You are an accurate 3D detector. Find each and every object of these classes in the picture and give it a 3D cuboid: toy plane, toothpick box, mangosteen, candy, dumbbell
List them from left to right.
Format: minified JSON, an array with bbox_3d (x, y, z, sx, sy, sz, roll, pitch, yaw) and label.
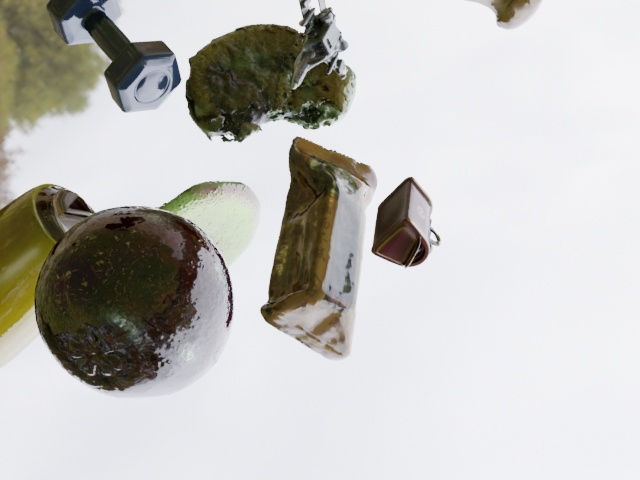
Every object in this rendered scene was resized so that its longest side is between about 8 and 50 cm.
[{"bbox_3d":[-0.420,0.045,1.605,0.271,0.175,0.175,-38,-157,23],"label":"toothpick box"},{"bbox_3d":[-0.420,-0.401,2.342,0.156,0.316,0.143,-14,142,-41],"label":"dumbbell"},{"bbox_3d":[-0.187,0.057,1.234,0.216,0.216,0.216,-29,-154,16],"label":"mangosteen"},{"bbox_3d":[-0.004,-0.348,2.077,0.088,0.192,0.262,-19,-147,20],"label":"toy plane"},{"bbox_3d":[0.000,0.000,1.422,0.101,0.143,0.271,-19,-130,46],"label":"candy"}]

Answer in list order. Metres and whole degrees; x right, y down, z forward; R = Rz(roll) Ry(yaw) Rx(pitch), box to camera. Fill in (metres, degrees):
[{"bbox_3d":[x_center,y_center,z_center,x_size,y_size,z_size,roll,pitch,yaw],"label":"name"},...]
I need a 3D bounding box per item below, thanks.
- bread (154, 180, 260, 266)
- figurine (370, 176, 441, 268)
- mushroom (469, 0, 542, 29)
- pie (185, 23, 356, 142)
[{"bbox_3d":[-0.234,0.003,2.114,0.301,0.301,0.045,-38,-118,-3],"label":"bread"},{"bbox_3d":[0.136,-0.008,1.724,0.082,0.098,0.154,-41,-156,31],"label":"figurine"},{"bbox_3d":[0.144,-0.390,1.592,0.128,0.350,0.128,-161,-90,-83],"label":"mushroom"},{"bbox_3d":[-0.108,-0.334,2.432,0.371,0.078,0.296,-13,-121,-17],"label":"pie"}]
